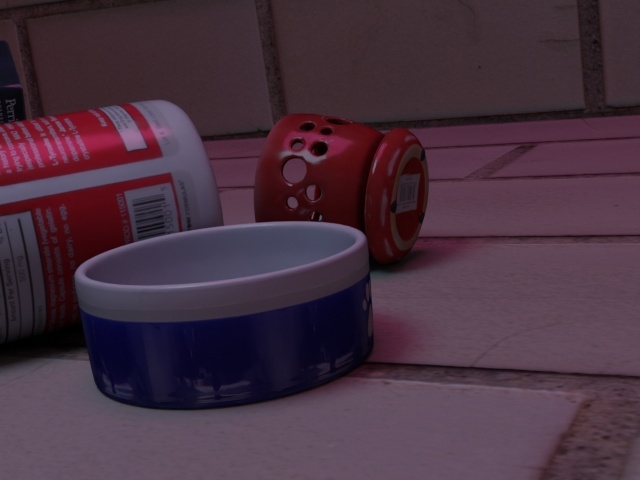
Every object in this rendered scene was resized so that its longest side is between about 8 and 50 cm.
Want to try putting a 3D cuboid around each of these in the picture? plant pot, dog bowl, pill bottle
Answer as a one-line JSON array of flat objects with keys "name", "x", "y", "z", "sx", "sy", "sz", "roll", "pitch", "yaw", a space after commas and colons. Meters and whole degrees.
[{"name": "plant pot", "x": 0.033, "y": -0.057, "z": 1.237, "sx": 0.174, "sy": 0.191, "sz": 0.191, "roll": 10, "pitch": 17, "yaw": 24}, {"name": "dog bowl", "x": -0.084, "y": 0.058, "z": 0.910, "sx": 0.265, "sy": 0.104, "sz": 0.265, "roll": -6, "pitch": 11, "yaw": 1}, {"name": "pill bottle", "x": -0.328, "y": -0.009, "z": 1.050, "sx": 0.408, "sy": 0.229, "sz": 0.229, "roll": -13, "pitch": 13, "yaw": -26}]

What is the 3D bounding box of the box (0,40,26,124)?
[{"name": "box", "x": -0.564, "y": -0.105, "z": 1.406, "sx": 0.294, "sy": 0.296, "sz": 0.182, "roll": -11, "pitch": 36, "yaw": -20}]
